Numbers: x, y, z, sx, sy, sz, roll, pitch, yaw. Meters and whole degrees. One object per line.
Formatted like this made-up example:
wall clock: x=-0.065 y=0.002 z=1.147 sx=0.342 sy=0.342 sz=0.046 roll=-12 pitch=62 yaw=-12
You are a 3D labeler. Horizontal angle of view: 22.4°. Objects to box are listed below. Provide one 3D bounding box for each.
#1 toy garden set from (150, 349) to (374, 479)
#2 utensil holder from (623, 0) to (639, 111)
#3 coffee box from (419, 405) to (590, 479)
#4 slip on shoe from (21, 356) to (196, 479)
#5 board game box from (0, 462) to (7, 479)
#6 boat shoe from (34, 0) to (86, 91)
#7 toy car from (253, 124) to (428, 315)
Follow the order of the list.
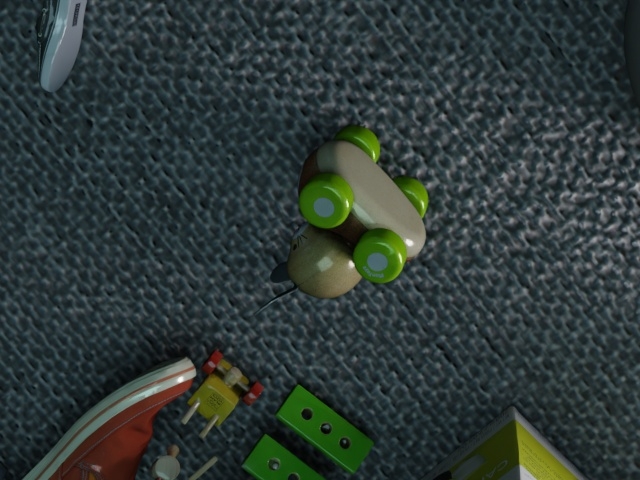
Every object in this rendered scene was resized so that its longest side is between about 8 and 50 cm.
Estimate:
toy garden set: x=-0.092 y=0.258 z=1.740 sx=0.204 sy=0.049 sz=0.244 roll=38 pitch=68 yaw=-5
utensil holder: x=0.438 y=-0.157 z=1.445 sx=0.327 sy=0.385 sz=0.328 roll=1 pitch=108 yaw=4
coffee box: x=0.196 y=0.445 z=1.681 sx=0.337 sy=0.334 sz=0.338 roll=-43 pitch=100 yaw=15
slip on shoe: x=-0.237 y=0.245 z=1.762 sx=0.101 sy=0.123 sz=0.331 roll=47 pitch=112 yaw=8
board game box: x=-0.488 y=0.207 z=1.675 sx=0.066 sy=0.318 sz=0.319 roll=-36 pitch=102 yaw=14
boat shoe: x=-0.271 y=-0.224 z=1.666 sx=0.040 sy=0.049 sz=0.142 roll=22 pitch=107 yaw=18
toy car: x=0.000 y=0.000 z=1.665 sx=0.149 sy=0.155 sz=0.188 roll=46 pitch=118 yaw=-9
